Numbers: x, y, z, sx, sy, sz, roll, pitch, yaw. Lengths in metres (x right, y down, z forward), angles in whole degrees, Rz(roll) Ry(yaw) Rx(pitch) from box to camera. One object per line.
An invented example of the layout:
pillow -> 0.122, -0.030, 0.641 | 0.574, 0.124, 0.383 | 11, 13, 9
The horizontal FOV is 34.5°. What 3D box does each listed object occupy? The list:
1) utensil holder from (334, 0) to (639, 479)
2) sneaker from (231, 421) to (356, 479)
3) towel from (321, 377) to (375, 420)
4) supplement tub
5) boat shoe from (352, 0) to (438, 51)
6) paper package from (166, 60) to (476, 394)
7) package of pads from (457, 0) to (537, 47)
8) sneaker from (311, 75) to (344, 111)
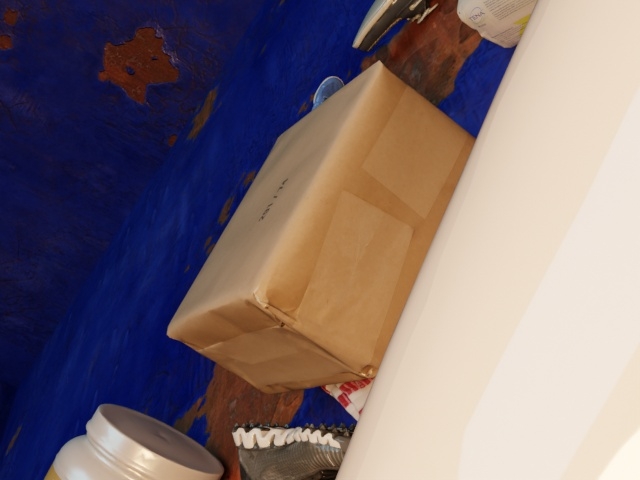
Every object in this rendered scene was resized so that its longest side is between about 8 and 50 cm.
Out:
utensil holder -> 0.204, 0.051, 0.490 | 0.385, 0.328, 0.327 | -67, 19, -6
sneaker -> -0.015, 0.255, 1.142 | 0.234, 0.078, 0.106 | -11, 77, 48
towel -> 0.085, 0.083, 1.148 | 0.237, 0.037, 0.329 | -57, 17, -2
supplement tub -> -0.287, 0.404, 1.389 | 0.316, 0.228, 0.228 | -62, 19, -1
boat shoe -> 0.147, -0.390, 1.621 | 0.254, 0.079, 0.095 | -51, 19, 21
paper package -> 0.000, 0.000, 1.204 | 0.309, 0.168, 0.325 | -24, 34, 61
package of pads -> 0.290, -0.391, 1.216 | 0.229, 0.101, 0.296 | -20, 45, 62
sneaker -> 0.010, -0.206, 1.742 | 0.152, 0.058, 0.084 | -66, 13, -2
